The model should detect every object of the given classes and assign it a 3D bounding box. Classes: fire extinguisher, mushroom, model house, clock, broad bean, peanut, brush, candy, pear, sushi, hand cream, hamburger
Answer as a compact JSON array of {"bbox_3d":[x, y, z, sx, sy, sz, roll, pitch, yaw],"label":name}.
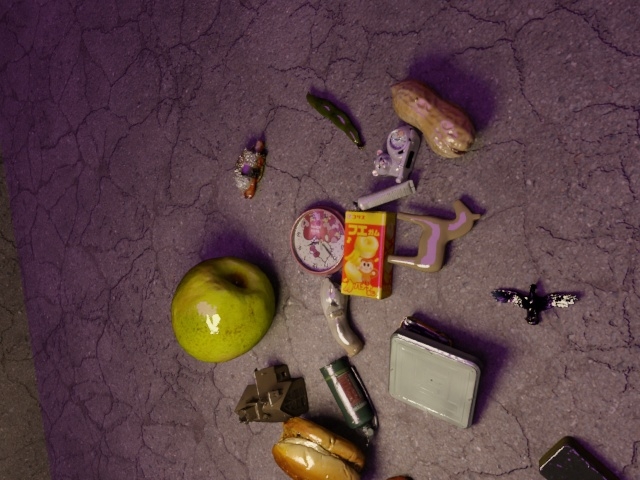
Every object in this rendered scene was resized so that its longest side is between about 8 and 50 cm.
[{"bbox_3d":[0.105,0.533,1.578,0.294,0.118,0.093,61,153,16],"label":"fire extinguisher"},{"bbox_3d":[0.064,0.252,1.599,0.099,0.096,0.277,139,115,-74],"label":"mushroom"},{"bbox_3d":[-0.198,0.551,1.676,0.212,0.243,0.204,-16,83,32],"label":"model house"},{"bbox_3d":[0.229,-0.273,1.483,0.117,0.080,0.176,24,105,30],"label":"clock"},{"bbox_3d":[0.054,-0.414,1.610,0.297,0.043,0.060,46,123,21],"label":"broad bean"},{"bbox_3d":[0.320,-0.361,1.387,0.313,0.149,0.149,46,113,24],"label":"peanut"},{"bbox_3d":[0.679,0.622,1.241,0.197,0.059,0.123,42,114,24],"label":"brush"},{"bbox_3d":[0.154,0.042,1.535,0.146,0.088,0.275,4,94,33],"label":"candy"},{"bbox_3d":[-0.353,0.255,1.700,0.392,0.391,0.390,1,92,32],"label":"pear"},{"bbox_3d":[-0.268,-0.269,1.781,0.097,0.103,0.225,21,95,28],"label":"sushi"},{"bbox_3d":[0.195,-0.138,1.486,0.195,0.067,0.042,-19,49,11],"label":"hand cream"},{"bbox_3d":[-0.003,0.709,1.550,0.314,0.170,0.289,28,151,0],"label":"hamburger"},{"bbox_3d":[0.001,0.000,1.647,0.245,0.056,0.244,1,92,29],"label":"clock"}]

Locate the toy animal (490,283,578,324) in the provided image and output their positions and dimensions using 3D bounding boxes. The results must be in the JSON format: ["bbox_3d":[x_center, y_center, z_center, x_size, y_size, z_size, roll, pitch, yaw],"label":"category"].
[{"bbox_3d":[0.575,0.172,1.302,0.220,0.062,0.107,-3,72,33],"label":"toy animal"}]

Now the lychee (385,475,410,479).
[{"bbox_3d":[0.225,0.796,1.497,0.140,0.114,0.101,-30,38,6],"label":"lychee"}]

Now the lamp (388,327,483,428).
[{"bbox_3d":[0.326,0.404,1.404,0.267,0.047,0.268,16,126,29],"label":"lamp"}]

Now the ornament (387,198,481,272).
[{"bbox_3d":[0.340,-0.017,1.433,0.245,0.061,0.230,12,96,27],"label":"ornament"}]

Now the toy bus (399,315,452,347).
[{"bbox_3d":[0.318,0.291,1.447,0.162,0.074,0.069,27,104,29],"label":"toy bus"}]
